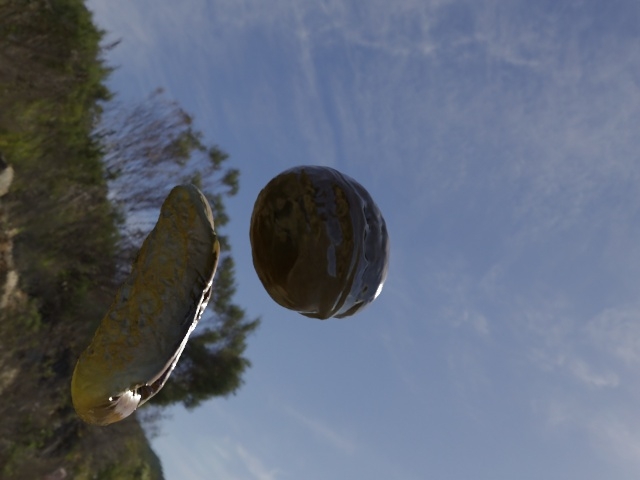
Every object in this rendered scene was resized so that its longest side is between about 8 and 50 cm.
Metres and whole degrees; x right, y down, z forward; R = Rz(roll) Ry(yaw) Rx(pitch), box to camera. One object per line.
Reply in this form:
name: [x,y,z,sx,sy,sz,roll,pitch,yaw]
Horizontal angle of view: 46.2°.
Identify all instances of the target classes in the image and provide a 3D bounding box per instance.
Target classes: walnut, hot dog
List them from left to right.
hot dog: [-0.146,0.058,0.694,0.073,0.242,0.084,22,-31,0]
walnut: [-0.001,0.000,0.747,0.140,0.140,0.162,146,-54,-65]
